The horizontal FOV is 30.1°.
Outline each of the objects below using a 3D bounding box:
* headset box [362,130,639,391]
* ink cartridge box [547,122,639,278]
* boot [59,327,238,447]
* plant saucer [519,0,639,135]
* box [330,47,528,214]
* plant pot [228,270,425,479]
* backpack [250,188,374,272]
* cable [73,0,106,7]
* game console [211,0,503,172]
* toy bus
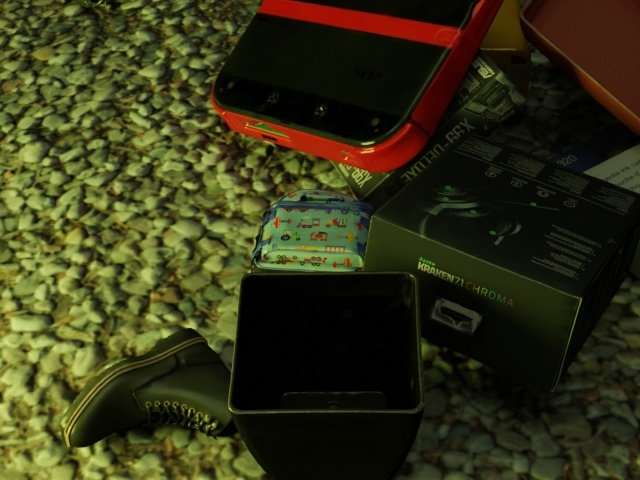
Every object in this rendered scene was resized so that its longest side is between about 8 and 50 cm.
[{"bbox_3d":[0.208,0.017,1.352,0.246,0.131,0.283,22,35,20],"label":"headset box"},{"bbox_3d":[0.480,-0.078,1.535,0.324,0.071,0.330,-26,50,-23],"label":"ink cartridge box"},{"bbox_3d":[-0.167,0.187,1.288,0.198,0.077,0.137,-36,58,-29],"label":"boot"},{"bbox_3d":[0.399,-0.271,1.604,0.258,0.048,0.259,40,50,-2],"label":"plant saucer"},{"bbox_3d":[0.095,-0.205,1.591,0.242,0.076,0.307,-43,47,10],"label":"box"},{"bbox_3d":[0.011,0.156,1.239,0.187,0.167,0.188,-1,43,3],"label":"plant pot"},{"bbox_3d":[0.000,0.000,1.441,0.158,0.117,0.173,5,41,7],"label":"backpack"},{"bbox_3d":[-0.376,-0.450,1.977,0.184,0.047,0.150,29,52,30],"label":"cable"},{"bbox_3d":[0.048,-0.270,1.582,0.386,0.060,0.342,20,74,43],"label":"game console"},{"bbox_3d":[0.235,-0.323,1.755,0.108,0.130,0.333,-1,44,1],"label":"toy bus"}]
